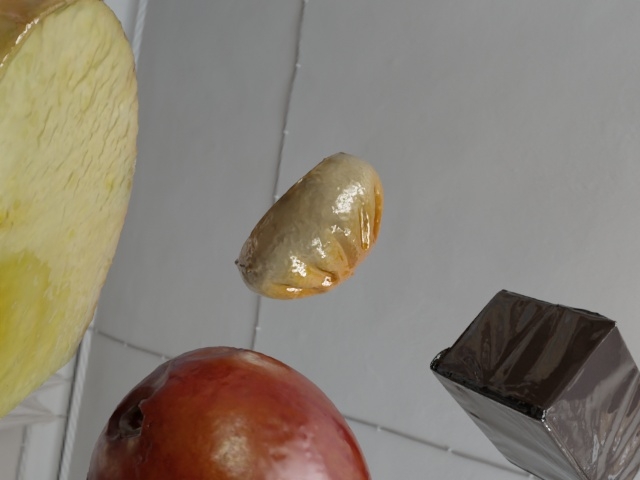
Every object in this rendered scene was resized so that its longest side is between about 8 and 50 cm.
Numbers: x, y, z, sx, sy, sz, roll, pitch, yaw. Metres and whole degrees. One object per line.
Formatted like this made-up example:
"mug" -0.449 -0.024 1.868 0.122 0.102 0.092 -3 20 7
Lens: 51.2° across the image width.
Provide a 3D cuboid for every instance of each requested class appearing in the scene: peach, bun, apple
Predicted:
"peach" -0.087 0.241 0.620 0.238 0.281 0.280 -149 -107 -76
"bun" 0.000 0.000 1.143 0.165 0.299 0.299 43 -67 7
"apple" -0.250 -0.017 0.391 0.252 0.314 0.308 42 -58 47

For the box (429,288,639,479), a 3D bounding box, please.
"box" 0.294 0.200 0.847 0.153 0.252 0.188 -49 -149 -16
